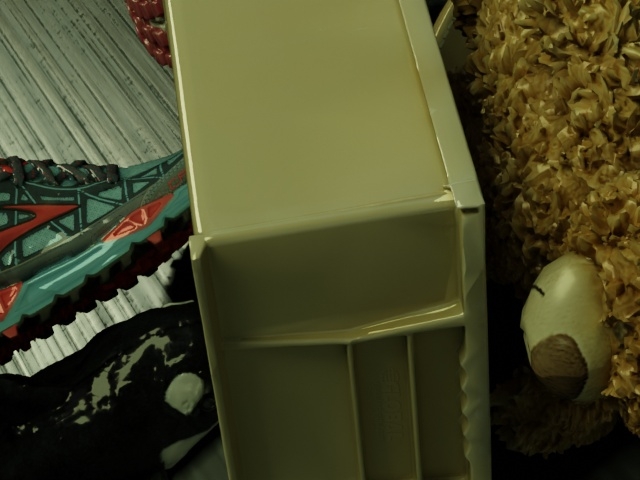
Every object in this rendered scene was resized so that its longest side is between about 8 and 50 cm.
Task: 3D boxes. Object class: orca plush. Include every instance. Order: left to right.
[{"bbox_3d":[-0.174,0.097,1.158,0.287,0.102,0.151,-17,47,32],"label":"orca plush"}]

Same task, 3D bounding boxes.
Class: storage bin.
[{"bbox_3d":[0.000,0.000,0.967,0.123,0.260,0.262,-9,44,-3],"label":"storage bin"}]

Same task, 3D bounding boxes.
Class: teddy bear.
[{"bbox_3d":[0.111,-0.021,0.910,0.245,0.113,0.338,114,151,-44],"label":"teddy bear"}]

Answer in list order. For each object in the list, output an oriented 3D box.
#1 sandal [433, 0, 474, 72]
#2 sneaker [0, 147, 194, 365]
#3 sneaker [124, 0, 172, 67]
[{"bbox_3d":[0.145,-0.137,1.085,0.240,0.088,0.079,-53,32,-16],"label":"sandal"},{"bbox_3d":[-0.169,-0.014,1.181,0.262,0.125,0.104,-32,-3,-15],"label":"sneaker"},{"bbox_3d":[-0.049,-0.172,1.292,0.112,0.121,0.299,-27,31,-24],"label":"sneaker"}]
